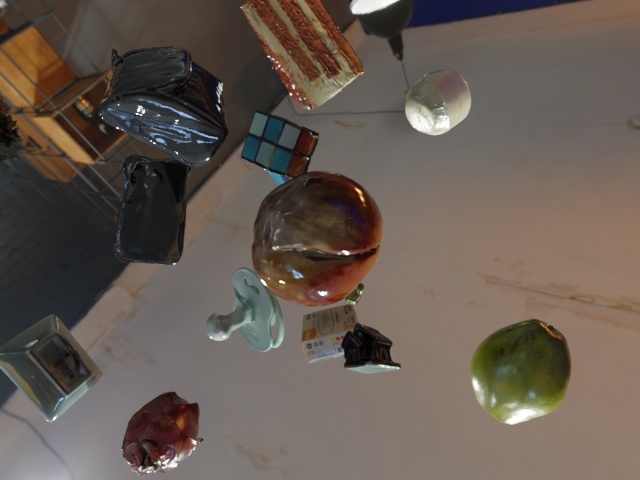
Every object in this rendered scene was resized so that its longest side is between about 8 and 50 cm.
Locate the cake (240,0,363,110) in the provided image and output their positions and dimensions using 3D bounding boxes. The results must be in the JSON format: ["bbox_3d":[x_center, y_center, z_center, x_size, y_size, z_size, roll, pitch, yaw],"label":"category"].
[{"bbox_3d":[-0.030,-0.402,0.871,0.158,0.262,0.159,-40,-125,3],"label":"cake"}]

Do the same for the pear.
[{"bbox_3d":[0.479,0.311,1.003,0.212,0.213,0.269,40,-68,47],"label":"pear"}]

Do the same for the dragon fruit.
[{"bbox_3d":[-0.514,0.628,1.379,0.251,0.315,0.250,-2,-95,23],"label":"dragon fruit"}]

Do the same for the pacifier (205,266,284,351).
[{"bbox_3d":[-0.275,0.277,1.489,0.269,0.343,0.288,-25,-141,-39],"label":"pacifier"}]

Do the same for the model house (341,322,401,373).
[{"bbox_3d":[0.136,0.313,1.241,0.106,0.165,0.152,-34,-131,33],"label":"model house"}]

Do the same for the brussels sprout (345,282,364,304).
[{"bbox_3d":[0.115,0.169,1.337,0.046,0.051,0.083,47,-61,21],"label":"brussels sprout"}]

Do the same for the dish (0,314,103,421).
[{"bbox_3d":[-0.720,0.340,1.141,0.080,0.243,0.182,-18,-161,34],"label":"dish"}]

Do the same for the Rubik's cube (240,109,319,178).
[{"bbox_3d":[-0.139,-0.327,1.444,0.167,0.180,0.183,28,-75,40],"label":"Rubik's cube"}]

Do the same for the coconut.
[{"bbox_3d":[0.423,-0.499,1.487,0.234,0.224,0.224,-47,-136,-13],"label":"coconut"}]

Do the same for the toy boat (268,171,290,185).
[{"bbox_3d":[-0.188,-0.325,1.919,0.077,0.185,0.075,-46,-162,-29],"label":"toy boat"}]

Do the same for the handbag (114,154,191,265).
[{"bbox_3d":[-0.485,-0.096,1.219,0.192,0.075,0.331,5,-95,-4],"label":"handbag"}]

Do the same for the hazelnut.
[{"bbox_3d":[-0.018,-0.006,1.065,0.316,0.372,0.372,27,-114,36],"label":"hazelnut"}]

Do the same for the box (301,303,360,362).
[{"bbox_3d":[0.044,0.338,1.559,0.221,0.091,0.274,-15,-169,0],"label":"box"}]

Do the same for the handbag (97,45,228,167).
[{"bbox_3d":[-0.356,-0.351,0.985,0.178,0.275,0.301,-43,-142,25],"label":"handbag"}]

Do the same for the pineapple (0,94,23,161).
[{"bbox_3d":[-0.901,-0.328,1.136,0.128,0.128,0.248,-37,-99,-7],"label":"pineapple"}]
